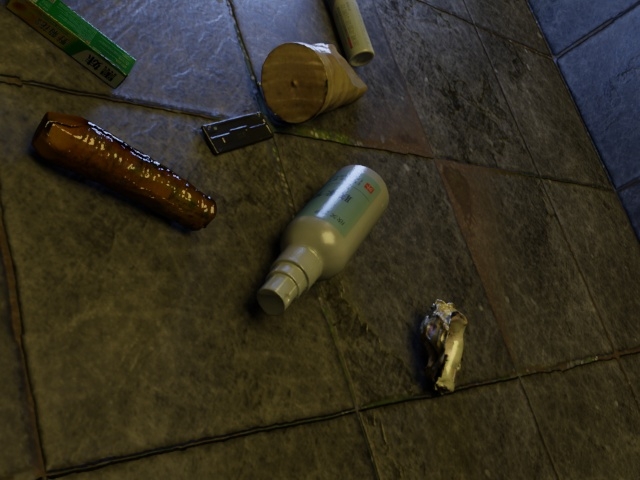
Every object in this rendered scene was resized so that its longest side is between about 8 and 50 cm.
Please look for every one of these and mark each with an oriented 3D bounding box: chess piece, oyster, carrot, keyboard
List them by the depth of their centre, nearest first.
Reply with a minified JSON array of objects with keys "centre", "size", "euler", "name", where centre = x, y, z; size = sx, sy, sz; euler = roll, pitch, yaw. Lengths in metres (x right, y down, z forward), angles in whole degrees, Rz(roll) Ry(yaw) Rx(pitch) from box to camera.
[{"centre":[-0.250,-0.086,1.002],"size":[0.260,0.070,0.070],"euler":[31,45,-33],"name":"carrot"},{"centre":[-0.133,-0.176,1.237],"size":[0.155,0.010,0.053],"euler":[-27,87,-53],"name":"keyboard"},{"centre":[0.216,0.186,1.336],"size":[0.191,0.081,0.163],"euler":[11,80,-61],"name":"oyster"},{"centre":[0.005,-0.298,1.403],"size":[0.137,0.137,0.301],"euler":[58,25,0],"name":"chess piece"}]

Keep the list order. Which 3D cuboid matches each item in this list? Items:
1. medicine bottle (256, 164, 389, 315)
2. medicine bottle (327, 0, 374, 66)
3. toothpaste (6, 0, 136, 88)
[{"centre":[0.000,0.000,1.181],"size":[0.110,0.110,0.352],"euler":[51,38,-9],"name":"medicine bottle"},{"centre":[0.055,-0.480,1.614],"size":[0.059,0.059,0.230],"euler":[4,62,-46],"name":"medicine bottle"},{"centre":[-0.345,-0.287,1.060],"size":[0.178,0.037,0.043],"euler":[37,38,-25],"name":"toothpaste"}]
